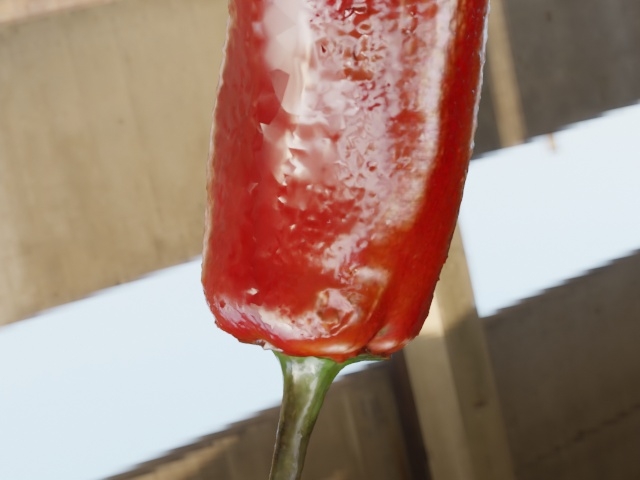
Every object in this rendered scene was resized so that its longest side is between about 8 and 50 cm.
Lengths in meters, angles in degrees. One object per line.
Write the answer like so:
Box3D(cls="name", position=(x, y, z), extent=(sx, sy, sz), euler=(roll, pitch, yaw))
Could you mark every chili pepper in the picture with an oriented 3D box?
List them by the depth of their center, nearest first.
Box3D(cls="chili pepper", position=(0.003, -0.001, 0.874), extent=(0.134, 0.338, 0.131), euler=(-2, -162, -21))
